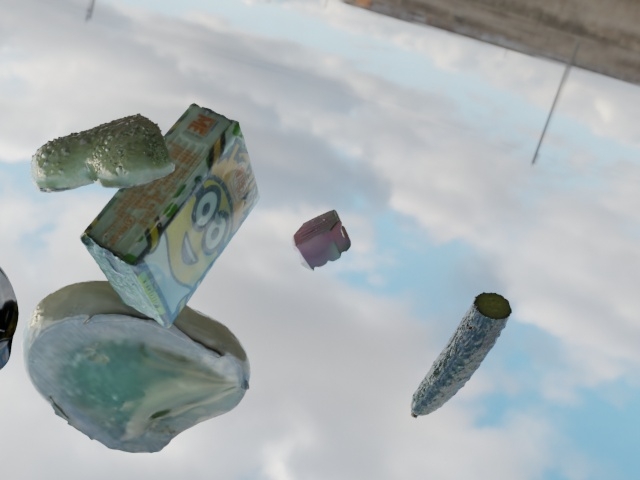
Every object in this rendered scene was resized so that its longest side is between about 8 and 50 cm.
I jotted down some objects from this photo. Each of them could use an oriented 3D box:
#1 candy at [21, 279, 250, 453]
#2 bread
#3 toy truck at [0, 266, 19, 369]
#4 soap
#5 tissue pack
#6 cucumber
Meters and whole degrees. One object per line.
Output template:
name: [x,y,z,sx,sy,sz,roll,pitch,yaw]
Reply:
candy: [-0.364,0.225,1.758,0.427,0.386,0.186,42,-155,-36]
bread: [-0.270,-0.118,1.197,0.232,0.064,0.172,-1,-154,28]
toy truck: [-0.543,0.159,1.189,0.254,0.181,0.405,-15,-145,0]
soap: [0.000,0.000,1.659,0.100,0.056,0.149,-26,-165,4]
tissue pack: [-0.238,-0.042,1.541,0.128,0.311,0.228,25,155,21]
cucumber: [0.213,0.195,1.445,0.067,0.293,0.068,13,-137,-12]
